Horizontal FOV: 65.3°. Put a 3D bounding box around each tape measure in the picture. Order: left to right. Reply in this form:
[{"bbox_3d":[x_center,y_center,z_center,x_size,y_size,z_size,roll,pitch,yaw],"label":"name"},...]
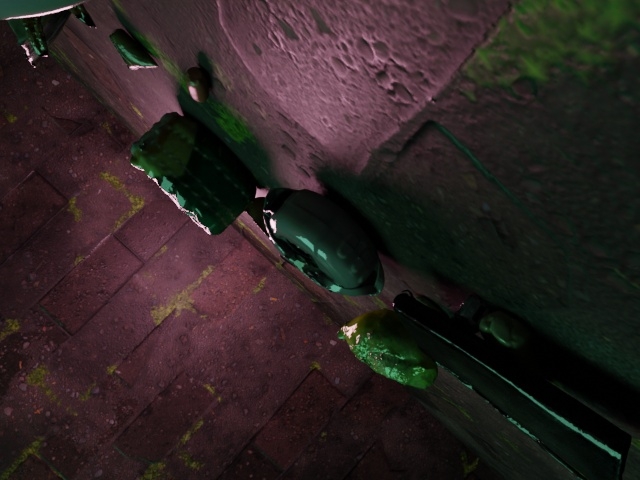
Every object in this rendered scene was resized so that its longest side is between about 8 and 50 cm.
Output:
[{"bbox_3d":[0.000,0.000,0.826,0.236,0.120,0.197,32,163,32],"label":"tape measure"}]

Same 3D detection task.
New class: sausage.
[{"bbox_3d":[-0.194,-0.245,0.791,0.034,0.034,0.083,44,171,-2],"label":"sausage"}]

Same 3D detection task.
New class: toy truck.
[{"bbox_3d":[0.205,0.105,0.683,0.044,0.039,0.083,35,167,16],"label":"toy truck"}]

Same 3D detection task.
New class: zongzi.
[{"bbox_3d":[-0.345,-0.354,0.926,0.083,0.040,0.076,19,150,39],"label":"zongzi"}]

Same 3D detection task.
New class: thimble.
[{"bbox_3d":[-0.297,-0.155,1.181,0.288,0.167,0.254,46,169,-23],"label":"thimble"}]

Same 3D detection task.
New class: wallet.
[{"bbox_3d":[0.236,0.188,0.649,0.318,0.045,0.172,34,162,44],"label":"wallet"}]

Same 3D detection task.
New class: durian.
[{"bbox_3d":[0.151,0.222,1.089,0.250,0.139,0.101,33,160,40],"label":"durian"}]

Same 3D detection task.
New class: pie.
[{"bbox_3d":[0.191,0.126,0.873,0.084,0.020,0.084,41,170,9],"label":"pie"}]

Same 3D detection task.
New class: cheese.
[{"bbox_3d":[0.262,0.158,0.669,0.065,0.043,0.194,29,163,46],"label":"cheese"}]

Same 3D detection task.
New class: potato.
[{"bbox_3d":[-0.086,-0.026,1.157,0.200,0.081,0.164,45,178,4],"label":"potato"}]

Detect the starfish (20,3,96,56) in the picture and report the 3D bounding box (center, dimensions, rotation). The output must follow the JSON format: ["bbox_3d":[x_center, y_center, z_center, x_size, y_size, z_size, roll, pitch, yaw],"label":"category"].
[{"bbox_3d":[-0.342,-0.337,0.583,0.237,0.213,0.057,57,-170,-5],"label":"starfish"}]

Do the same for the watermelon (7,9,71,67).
[{"bbox_3d":[-0.416,-0.417,0.697,0.264,0.151,0.301,32,148,58],"label":"watermelon"}]

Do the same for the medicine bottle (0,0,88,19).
[{"bbox_3d":[-0.204,-0.275,0.196,0.212,0.212,0.325,42,171,9],"label":"medicine bottle"}]
